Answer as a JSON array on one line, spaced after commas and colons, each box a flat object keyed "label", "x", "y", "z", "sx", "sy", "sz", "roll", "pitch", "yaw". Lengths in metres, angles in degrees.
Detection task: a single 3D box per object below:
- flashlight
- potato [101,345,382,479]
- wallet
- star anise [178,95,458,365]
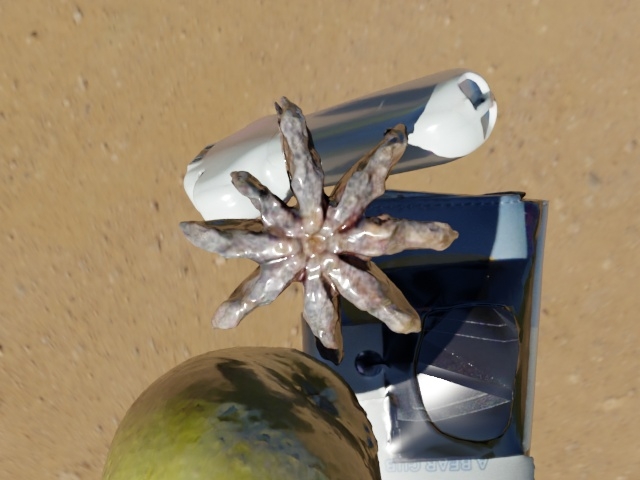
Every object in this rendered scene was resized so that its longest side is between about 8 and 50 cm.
[{"label": "flashlight", "x": 0.011, "y": -0.051, "z": 0.842, "sx": 0.047, "sy": 0.200, "sz": 0.093, "roll": 61, "pitch": 38, "yaw": -21}, {"label": "potato", "x": -0.042, "y": 0.143, "z": 0.775, "sx": 0.159, "sy": 0.251, "sz": 0.174, "roll": 37, "pitch": 105, "yaw": 0}, {"label": "wallet", "x": 0.070, "y": 0.079, "z": 1.002, "sx": 0.170, "sy": 0.069, "sz": 0.231, "roll": 1, "pitch": 96, "yaw": -3}, {"label": "star anise", "x": 0.001, "y": 0.001, "z": 0.736, "sx": 0.141, "sy": 0.042, "sz": 0.141, "roll": 0, "pitch": 101, "yaw": 0}]
